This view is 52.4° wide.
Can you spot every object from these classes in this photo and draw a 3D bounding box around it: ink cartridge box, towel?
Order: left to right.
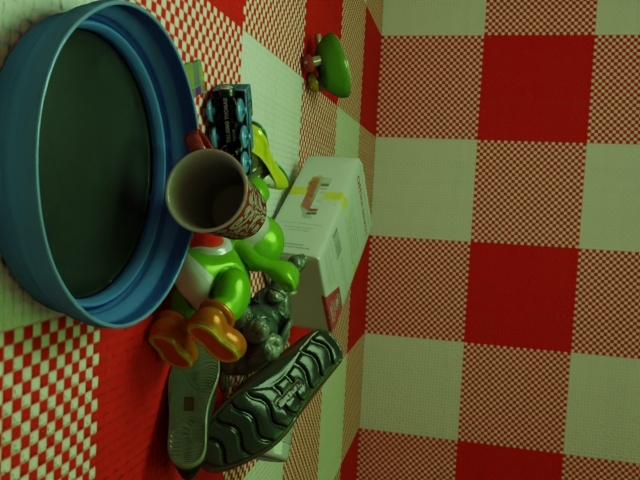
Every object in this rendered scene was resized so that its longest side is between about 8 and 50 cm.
[{"bbox_3d":[-0.216,-0.271,1.096,0.083,0.009,0.060,-63,153,-62],"label":"towel"},{"bbox_3d":[0.000,0.000,1.710,0.279,0.160,0.384,78,26,-42],"label":"ink cartridge box"}]

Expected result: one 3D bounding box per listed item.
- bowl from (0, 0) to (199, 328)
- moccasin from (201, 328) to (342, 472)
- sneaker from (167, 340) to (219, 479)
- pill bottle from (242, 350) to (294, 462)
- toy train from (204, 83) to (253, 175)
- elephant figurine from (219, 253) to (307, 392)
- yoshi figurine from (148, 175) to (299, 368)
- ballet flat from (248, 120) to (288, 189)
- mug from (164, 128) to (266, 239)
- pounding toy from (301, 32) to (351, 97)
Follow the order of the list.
[{"bbox_3d":[-0.259,-0.089,0.802,0.391,0.077,0.391,4,90,-78],"label":"bowl"},{"bbox_3d":[-0.113,0.318,1.317,0.380,0.139,0.147,-47,-174,-40],"label":"moccasin"},{"bbox_3d":[-0.224,0.290,1.117,0.118,0.083,0.222,109,-12,-55],"label":"sneaker"},{"bbox_3d":[-0.117,0.365,1.448,0.131,0.131,0.229,70,27,-62],"label":"pill bottle"},{"bbox_3d":[-0.162,-0.202,1.210,0.105,0.080,0.184,-74,164,-64],"label":"toy train"},{"bbox_3d":[-0.113,0.158,1.316,0.169,0.186,0.239,65,26,-10],"label":"elephant figurine"},{"bbox_3d":[-0.144,0.054,1.122,0.203,0.204,0.362,117,-9,-51],"label":"yoshi figurine"},{"bbox_3d":[-0.132,-0.161,1.397,0.077,0.077,0.231,-58,155,-20],"label":"ballet flat"},{"bbox_3d":[-0.136,-0.073,0.938,0.169,0.113,0.150,42,55,-79],"label":"mug"},{"bbox_3d":[-0.003,-0.487,1.850,0.237,0.110,0.183,-130,-156,-65],"label":"pounding toy"}]
